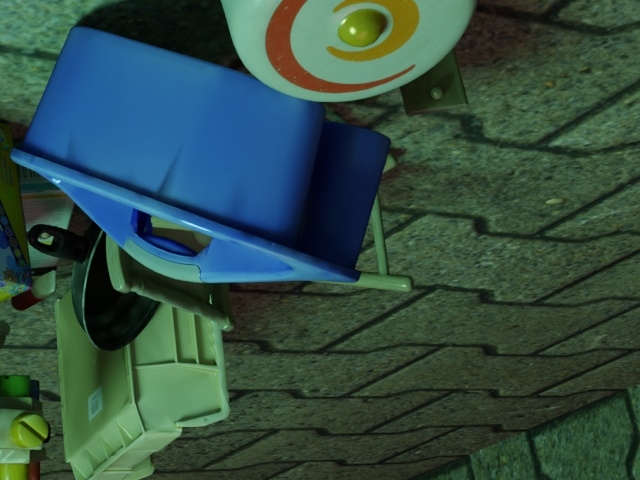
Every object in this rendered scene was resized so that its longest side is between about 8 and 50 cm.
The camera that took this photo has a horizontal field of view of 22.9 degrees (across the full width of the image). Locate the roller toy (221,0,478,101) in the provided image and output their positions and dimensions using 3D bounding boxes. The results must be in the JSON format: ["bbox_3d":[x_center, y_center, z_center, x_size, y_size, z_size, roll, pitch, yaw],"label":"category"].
[{"bbox_3d":[0.020,-0.205,1.194,0.209,0.146,0.191,-6,145,-14],"label":"roller toy"}]

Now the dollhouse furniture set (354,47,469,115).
[{"bbox_3d":[0.058,-0.191,1.350,0.144,0.123,0.151,-9,161,-10],"label":"dollhouse furniture set"}]

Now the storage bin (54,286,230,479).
[{"bbox_3d":[-0.225,0.147,1.944,0.123,0.260,0.262,3,157,-27],"label":"storage bin"}]

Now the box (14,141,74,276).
[{"bbox_3d":[-0.323,-0.028,1.680,0.100,0.060,0.244,-5,160,-18],"label":"box"}]

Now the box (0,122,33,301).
[{"bbox_3d":[-0.477,-0.010,1.468,0.290,0.177,0.279,-23,157,30],"label":"box"}]

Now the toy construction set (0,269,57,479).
[{"bbox_3d":[-0.356,0.158,1.627,0.257,0.309,0.237,31,156,-17],"label":"toy construction set"}]

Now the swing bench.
[{"bbox_3d":[-0.066,-0.021,1.714,0.255,0.165,0.253,-13,162,20],"label":"swing bench"}]

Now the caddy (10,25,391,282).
[{"bbox_3d":[-0.108,-0.055,1.367,0.341,0.179,0.241,20,-179,34],"label":"caddy"}]

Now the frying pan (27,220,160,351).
[{"bbox_3d":[-0.245,0.040,1.697,0.053,0.197,0.326,18,-161,21],"label":"frying pan"}]
